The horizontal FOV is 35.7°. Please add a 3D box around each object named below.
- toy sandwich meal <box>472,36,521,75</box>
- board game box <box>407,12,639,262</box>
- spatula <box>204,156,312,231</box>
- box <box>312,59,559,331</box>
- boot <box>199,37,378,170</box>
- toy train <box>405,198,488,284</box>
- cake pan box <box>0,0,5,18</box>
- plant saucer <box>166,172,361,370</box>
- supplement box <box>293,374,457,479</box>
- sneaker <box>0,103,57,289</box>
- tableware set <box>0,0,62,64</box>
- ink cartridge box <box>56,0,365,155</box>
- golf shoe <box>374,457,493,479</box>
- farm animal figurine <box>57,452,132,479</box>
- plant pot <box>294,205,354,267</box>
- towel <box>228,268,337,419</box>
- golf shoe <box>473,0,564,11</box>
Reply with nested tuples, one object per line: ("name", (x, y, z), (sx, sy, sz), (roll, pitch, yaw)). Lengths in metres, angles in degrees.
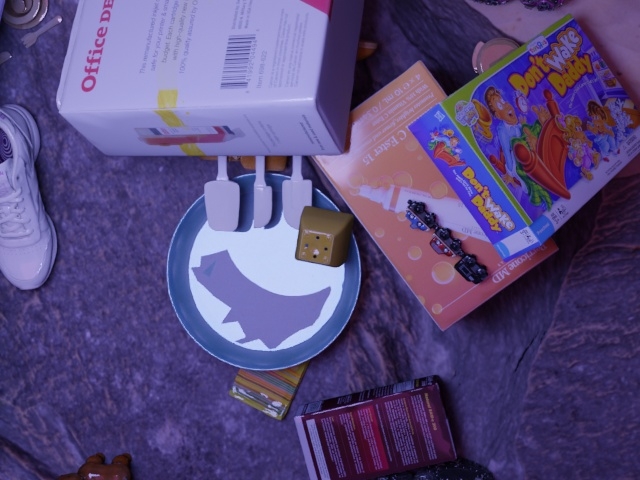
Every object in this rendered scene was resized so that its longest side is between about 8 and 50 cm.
("toy sandwich meal", (0.279, -0.279, 1.560), (0.086, 0.029, 0.085), (0, 95, 1))
("board game box", (0.315, -0.156, 1.433), (0.347, 0.078, 0.233), (-37, 92, -37))
("spatula", (-0.097, -0.130, 1.541), (0.168, 0.019, 0.242), (2, 108, 5))
("box", (0.168, -0.070, 1.520), (0.215, 0.168, 0.345), (-37, 92, 8))
("boot", (-0.053, -0.216, 1.570), (0.295, 0.104, 0.211), (0, 101, 11))
("toy train", (0.177, 0.003, 1.429), (0.158, 0.027, 0.036), (46, 110, 0))
("cake pan box", (-0.605, -0.338, 1.562), (0.267, 0.070, 0.245), (23, 98, 38))
("plant saucer", (-0.091, 0.050, 1.608), (0.318, 0.044, 0.317), (0, 91, 7))
("supplement box", (0.090, 0.310, 1.613), (0.239, 0.073, 0.130), (-13, 95, 8))
("sneaker", (-0.508, -0.066, 1.595), (0.114, 0.152, 0.305), (-8, 96, 4))
("tableware set", (-0.534, -0.360, 1.624), (0.194, 0.039, 0.128), (-33, 92, 7))
("ink cartridge box", (-0.151, -0.275, 1.432), (0.385, 0.160, 0.279), (1, 69, 17))
("golf shoe", (0.184, 0.414, 1.623), (0.198, 0.077, 0.094), (-6, 122, -1))
("farm animal figurine", (-0.359, 0.536, 1.628), (0.327, 0.172, 0.330), (26, 98, 2))
("plant pot", (0.000, 0.000, 1.524), (0.081, 0.083, 0.081), (11, 106, 8))
("towel", (-0.061, 0.172, 1.640), (0.102, 0.021, 0.237), (24, 97, 2))
("golf shoe", (0.288, -0.409, 1.534), (0.186, 0.067, 0.086), (11, 68, 6))
